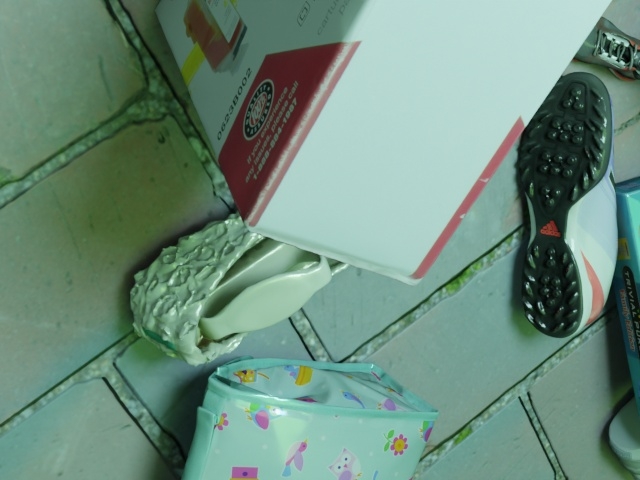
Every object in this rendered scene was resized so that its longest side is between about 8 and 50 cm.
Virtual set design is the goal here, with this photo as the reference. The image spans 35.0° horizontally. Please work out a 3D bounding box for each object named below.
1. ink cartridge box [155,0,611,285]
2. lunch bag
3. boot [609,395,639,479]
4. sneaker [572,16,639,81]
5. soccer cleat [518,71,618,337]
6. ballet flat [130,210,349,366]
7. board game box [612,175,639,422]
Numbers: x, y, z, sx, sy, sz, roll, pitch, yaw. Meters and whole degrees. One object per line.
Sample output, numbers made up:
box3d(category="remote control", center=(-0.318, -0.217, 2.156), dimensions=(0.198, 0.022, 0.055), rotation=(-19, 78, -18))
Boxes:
box3d(category="ink cartridge box", center=(0.020, -0.198, 0.795), dimensions=(0.160, 0.385, 0.279), rotation=(17, 117, -29))
box3d(category="lunch bag", center=(-0.036, 0.246, 1.093), dimensions=(0.262, 0.160, 0.224), rotation=(8, 105, -36))
box3d(category="boot", center=(0.516, 0.230, 1.429), dimensions=(0.258, 0.095, 0.123), rotation=(-40, 132, -4))
box3d(category="sneaker", center=(0.341, -0.224, 1.174), dimensions=(0.157, 0.065, 0.061), rotation=(11, 102, -31))
box3d(category="soccer cleat", center=(0.307, -0.045, 1.213), dimensions=(0.116, 0.108, 0.318), rotation=(-19, 115, -45))
box3d(category="ballet flat", center=(0.000, 0.000, 1.038), dimensions=(0.409, 0.147, 0.147), rotation=(-35, 120, -13))
box3d(category="board game box", center=(0.507, 0.065, 1.293), dimensions=(0.253, 0.079, 0.336), rotation=(-17, 101, -13))
